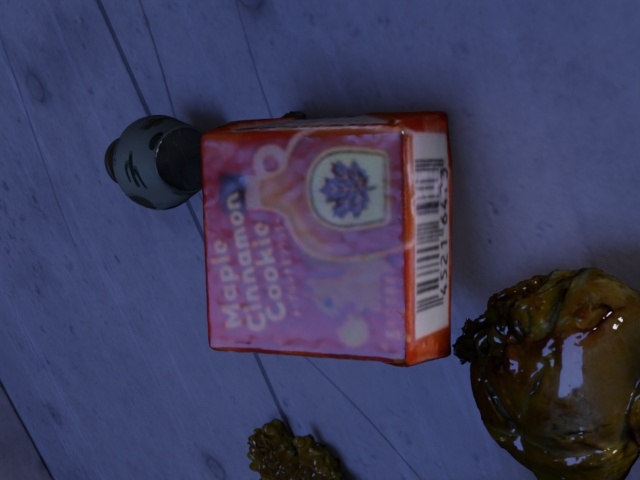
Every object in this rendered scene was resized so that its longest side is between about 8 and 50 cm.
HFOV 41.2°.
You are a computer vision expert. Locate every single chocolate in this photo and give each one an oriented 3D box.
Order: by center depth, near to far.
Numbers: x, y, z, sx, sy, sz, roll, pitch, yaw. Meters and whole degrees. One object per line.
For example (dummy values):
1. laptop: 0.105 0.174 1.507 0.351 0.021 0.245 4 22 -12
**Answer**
1. chocolate: 0.000 0.000 0.802 0.235 0.108 0.237 2 98 23

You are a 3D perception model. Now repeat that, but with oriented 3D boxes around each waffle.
1. waffle: -0.022 0.373 1.279 0.231 0.051 0.228 47 143 11

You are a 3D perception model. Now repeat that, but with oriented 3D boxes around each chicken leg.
1. chicken leg: 0.208 0.164 0.776 0.211 0.140 0.361 45 151 35

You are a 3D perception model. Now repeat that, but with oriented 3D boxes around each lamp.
1. lamp: -0.211 -0.099 1.084 0.215 0.121 0.121 8 123 57

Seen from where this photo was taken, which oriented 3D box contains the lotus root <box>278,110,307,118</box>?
1. lotus root: 0.000 -0.070 0.895 0.165 0.088 0.088 59 145 13
